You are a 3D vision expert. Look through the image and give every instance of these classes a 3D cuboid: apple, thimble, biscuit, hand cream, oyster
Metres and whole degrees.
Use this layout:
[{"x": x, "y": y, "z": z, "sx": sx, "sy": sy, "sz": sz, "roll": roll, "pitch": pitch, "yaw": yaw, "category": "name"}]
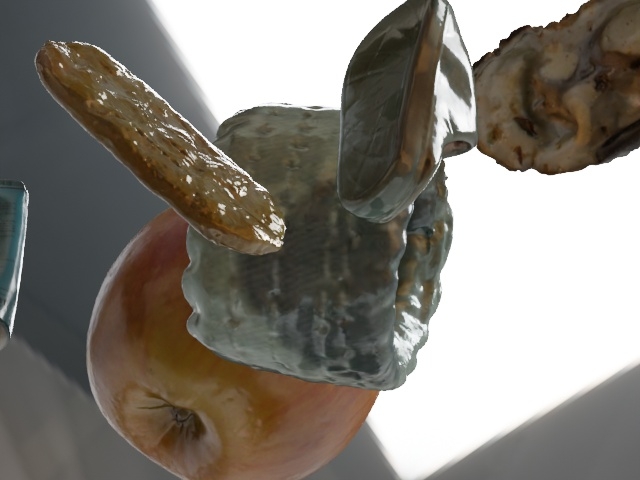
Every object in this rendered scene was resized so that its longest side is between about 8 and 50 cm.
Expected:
[{"x": -0.076, "y": 0.090, "z": 1.598, "sx": 0.286, "sy": 0.286, "sz": 0.233, "roll": -28, "pitch": -160, "yaw": 46, "category": "apple"}, {"x": 0.000, "y": 0.000, "z": 1.347, "sx": 0.172, "sy": 0.205, "sz": 0.250, "roll": 7, "pitch": -150, "yaw": 13, "category": "thimble"}, {"x": -0.072, "y": -0.043, "z": 0.822, "sx": 0.018, "sy": 0.147, "sz": 0.071, "roll": -51, "pitch": 170, "yaw": 21, "category": "biscuit"}, {"x": -0.293, "y": 0.020, "z": 1.535, "sx": 0.083, "sy": 0.048, "sz": 0.224, "roll": -1, "pitch": -140, "yaw": -8, "category": "hand cream"}, {"x": 0.278, "y": -0.150, "z": 1.442, "sx": 0.345, "sy": 0.128, "sz": 0.078, "roll": -22, "pitch": 180, "yaw": 1, "category": "oyster"}]

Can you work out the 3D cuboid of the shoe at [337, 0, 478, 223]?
[{"x": 0.061, "y": -0.076, "z": 1.149, "sx": 0.079, "sy": 0.078, "sz": 0.195, "roll": -29, "pitch": -148, "yaw": 34, "category": "shoe"}]
